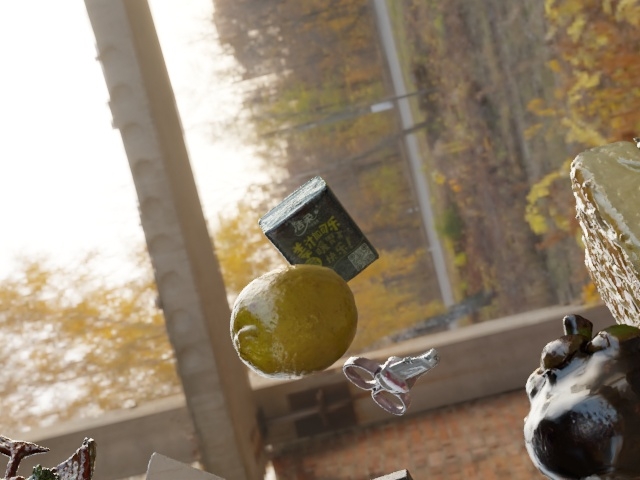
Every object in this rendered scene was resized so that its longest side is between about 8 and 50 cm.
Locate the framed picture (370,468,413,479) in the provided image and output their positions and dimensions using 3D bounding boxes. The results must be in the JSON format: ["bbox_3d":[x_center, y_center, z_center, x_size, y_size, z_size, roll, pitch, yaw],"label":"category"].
[{"bbox_3d":[0.125,0.477,1.675,0.168,0.128,0.023,62,-163,-20],"label":"framed picture"}]

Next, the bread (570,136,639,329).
[{"bbox_3d":[0.647,0.026,1.751,0.371,0.279,0.390,61,-172,-47],"label":"bread"}]

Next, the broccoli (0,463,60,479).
[{"bbox_3d":[-0.309,0.293,0.963,0.138,0.162,0.146,49,151,-3],"label":"broccoli"}]

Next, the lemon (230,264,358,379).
[{"bbox_3d":[-0.040,0.120,1.453,0.170,0.207,0.170,37,135,49],"label":"lemon"}]

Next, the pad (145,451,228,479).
[{"bbox_3d":[-0.187,0.442,1.547,0.232,0.004,0.156,30,-127,-29],"label":"pad"}]

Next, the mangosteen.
[{"bbox_3d":[0.446,0.258,1.524,0.287,0.233,0.287,-163,90,-82],"label":"mangosteen"}]

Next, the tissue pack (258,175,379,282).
[{"bbox_3d":[0.000,0.000,2.311,0.257,0.185,0.081,52,-179,-33],"label":"tissue pack"}]

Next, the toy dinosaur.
[{"bbox_3d":[-0.415,0.321,1.265,0.113,0.327,0.206,57,-135,-39],"label":"toy dinosaur"}]

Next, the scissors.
[{"bbox_3d":[0.114,0.196,1.422,0.118,0.030,0.242,41,153,-3],"label":"scissors"}]
